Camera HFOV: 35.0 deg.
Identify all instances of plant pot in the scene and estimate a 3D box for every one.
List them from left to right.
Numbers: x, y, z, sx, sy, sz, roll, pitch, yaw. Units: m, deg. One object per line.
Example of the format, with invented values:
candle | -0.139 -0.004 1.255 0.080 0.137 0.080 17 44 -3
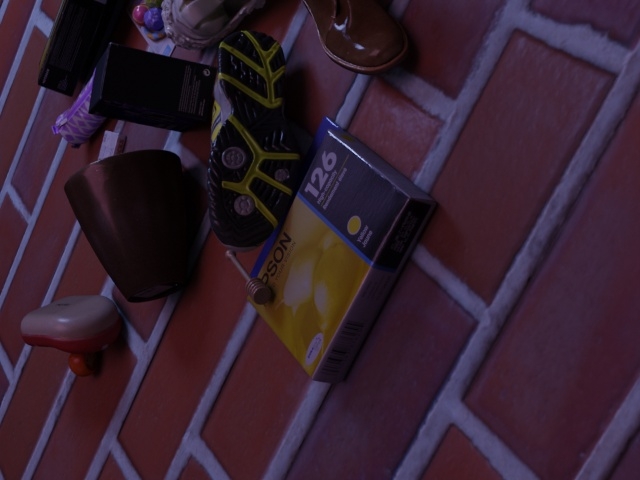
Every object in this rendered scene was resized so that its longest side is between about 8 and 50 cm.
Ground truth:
plant pot | -0.325 -0.013 1.821 0.215 0.215 0.230 -30 71 42

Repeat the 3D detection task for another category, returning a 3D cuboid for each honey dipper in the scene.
honey dipper | -0.117 0.053 1.577 0.030 0.030 0.160 -67 30 13

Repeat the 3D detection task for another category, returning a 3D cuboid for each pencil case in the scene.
pencil case | -0.491 -0.291 2.167 0.206 0.088 0.086 -43 57 34

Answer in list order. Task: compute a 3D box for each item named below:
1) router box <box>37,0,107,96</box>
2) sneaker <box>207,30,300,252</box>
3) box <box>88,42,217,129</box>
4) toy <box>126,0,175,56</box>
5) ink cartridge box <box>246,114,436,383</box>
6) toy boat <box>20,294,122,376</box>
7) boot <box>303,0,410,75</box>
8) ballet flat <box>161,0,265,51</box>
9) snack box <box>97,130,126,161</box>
router box | -0.528 -0.490 2.217 0.309 0.081 0.243 -66 20 13
sneaker | -0.109 -0.148 1.639 0.147 0.145 0.385 106 169 -62
box | -0.303 -0.263 1.793 0.261 0.184 0.103 -175 97 -73
toy | -0.348 -0.477 2.072 0.137 0.056 0.237 -58 43 24
ink cartridge box | 0.000 0.000 1.512 0.307 0.072 0.304 43 114 45
toy boat | -0.480 0.197 2.005 0.231 0.151 0.151 -4 107 50
boot | 0.029 -0.358 1.517 0.112 0.115 0.305 -31 50 -3
ballet flat | -0.170 -0.440 1.758 0.409 0.147 0.147 -29 59 42
snack box | -0.451 -0.139 2.129 0.064 0.022 0.178 17 93 50
